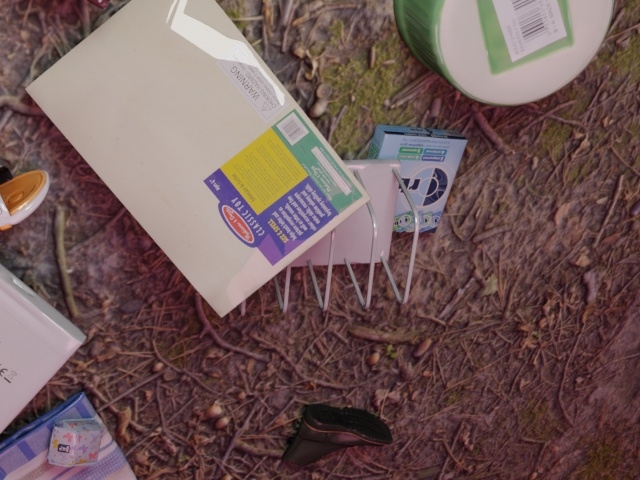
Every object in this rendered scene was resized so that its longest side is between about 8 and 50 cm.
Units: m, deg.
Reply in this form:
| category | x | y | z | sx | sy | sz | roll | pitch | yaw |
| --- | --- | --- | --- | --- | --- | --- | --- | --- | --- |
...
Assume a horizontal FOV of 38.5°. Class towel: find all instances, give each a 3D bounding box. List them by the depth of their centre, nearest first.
| category | x | y | z | sx | sy | sz | roll | pitch | yaw |
| --- | --- | --- | --- | --- | --- | --- | --- | --- | --- |
| towel | -0.447 | 0.414 | 1.603 | 0.209 | 0.034 | 0.285 | -33 | 132 | -20 |

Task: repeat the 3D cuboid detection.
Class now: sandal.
| category | x | y | z | sx | sy | sz | roll | pitch | yaw |
| --- | --- | --- | --- | --- | --- | --- | --- | --- | --- |
| sandal | -0.500 | -0.044 | 1.239 | 0.265 | 0.102 | 0.076 | -23 | 129 | -5 |

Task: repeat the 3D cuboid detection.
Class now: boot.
| category | x | y | z | sx | sy | sz | roll | pitch | yaw |
| --- | --- | --- | --- | --- | --- | --- | --- | --- | --- |
| boot | 0.031 | 0.404 | 1.834 | 0.198 | 0.076 | 0.137 | 20 | 118 | -20 |

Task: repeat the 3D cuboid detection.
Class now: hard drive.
| category | x | y | z | sx | sy | sz | roll | pitch | yaw |
| --- | --- | --- | --- | --- | --- | --- | --- | --- | --- |
| hard drive | -0.542 | 0.192 | 1.322 | 0.233 | 0.047 | 0.353 | 42 | 99 | -10 |

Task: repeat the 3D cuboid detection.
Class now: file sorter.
| category | x | y | z | sx | sy | sz | roll | pitch | yaw |
| --- | --- | --- | --- | --- | --- | --- | --- | --- | --- |
| file sorter | 0.000 | 0.000 | 1.431 | 0.278 | 0.173 | 0.192 | -3 | 125 | -12 |

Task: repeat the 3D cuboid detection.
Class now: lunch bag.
| category | x | y | z | sx | sy | sz | roll | pitch | yaw |
| --- | --- | --- | --- | --- | --- | --- | --- | --- | --- |
| lunch bag | -0.413 | 0.340 | 1.533 | 0.083 | 0.053 | 0.071 | 7 | 102 | -38 |

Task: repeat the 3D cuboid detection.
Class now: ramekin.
| category | x | y | z | sx | sy | sz | roll | pitch | yaw |
| --- | --- | --- | --- | --- | --- | --- | --- | --- | --- |
| ramekin | 0.271 | -0.344 | 1.330 | 0.304 | 0.148 | 0.303 | -6 | 123 | -10 |

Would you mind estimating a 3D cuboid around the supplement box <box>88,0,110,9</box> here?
| category | x | y | z | sx | sy | sz | roll | pitch | yaw |
| --- | --- | --- | --- | --- | --- | --- | --- | --- | --- |
| supplement box | -0.347 | -0.374 | 1.060 | 0.239 | 0.130 | 0.073 | 25 | 109 | -35 |

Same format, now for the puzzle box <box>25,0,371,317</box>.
| category | x | y | z | sx | sy | sz | roll | pitch | yaw |
| --- | --- | --- | --- | --- | --- | --- | --- | --- | --- |
| puzzle box | -0.160 | -0.130 | 1.246 | 0.272 | 0.052 | 0.409 | -38 | 100 | 3 |

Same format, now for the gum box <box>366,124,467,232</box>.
| category | x | y | z | sx | sy | sz | roll | pitch | yaw |
| --- | --- | --- | --- | --- | --- | --- | --- | --- | --- |
| gum box | 0.146 | -0.101 | 1.544 | 0.157 | 0.041 | 0.184 | 0 | 122 | -24 |
